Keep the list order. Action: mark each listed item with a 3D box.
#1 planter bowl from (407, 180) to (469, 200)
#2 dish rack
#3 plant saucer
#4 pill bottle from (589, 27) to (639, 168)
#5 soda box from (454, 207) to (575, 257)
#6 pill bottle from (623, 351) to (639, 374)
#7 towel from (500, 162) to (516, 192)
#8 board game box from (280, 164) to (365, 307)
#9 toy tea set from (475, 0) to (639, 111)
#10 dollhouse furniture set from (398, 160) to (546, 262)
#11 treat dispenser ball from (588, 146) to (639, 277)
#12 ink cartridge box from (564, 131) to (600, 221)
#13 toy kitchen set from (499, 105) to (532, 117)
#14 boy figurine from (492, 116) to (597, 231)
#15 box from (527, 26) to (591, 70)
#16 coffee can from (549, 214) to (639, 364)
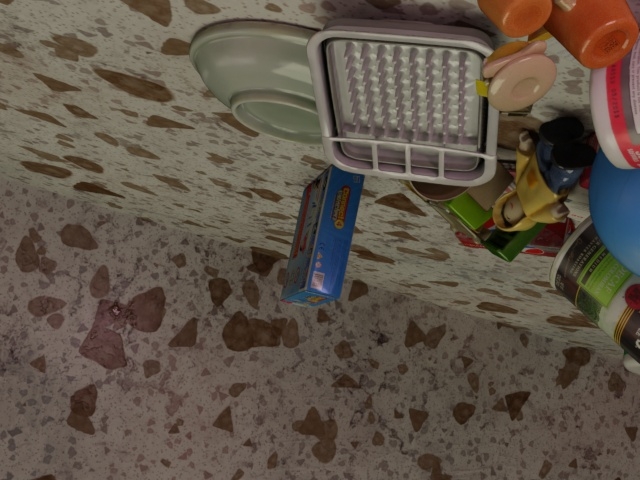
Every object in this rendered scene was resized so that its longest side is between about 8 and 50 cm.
[{"bbox_3d":[0.202,-0.165,1.605,0.162,0.162,0.109,21,-167,-32],"label":"planter bowl"},{"bbox_3d":[0.136,-0.217,1.377,0.286,0.072,0.333,8,149,13],"label":"dish rack"},{"bbox_3d":[-0.044,-0.248,1.572,0.401,0.100,0.400,13,169,2],"label":"plant saucer"},{"bbox_3d":[0.497,-0.183,1.044,0.319,0.176,0.176,-3,161,40],"label":"pill bottle"},{"bbox_3d":[0.461,-0.021,2.119,0.263,0.083,0.092,8,167,28],"label":"soda box"},{"bbox_3d":[0.685,0.077,1.634,0.204,0.361,0.204,13,169,3],"label":"pill bottle"},{"bbox_3d":[0.393,-0.130,1.828,0.197,0.029,0.144,9,168,32],"label":"towel"},{"bbox_3d":[0.000,0.000,2.191,0.086,0.308,0.302,14,169,-11],"label":"board game box"},{"bbox_3d":[0.246,-0.300,0.974,0.200,0.124,0.336,-20,146,-1],"label":"toy tea set"},{"bbox_3d":[0.318,-0.100,1.844,0.197,0.151,0.301,41,180,-18],"label":"dollhouse furniture set"},{"bbox_3d":[0.534,-0.071,1.280,0.288,0.288,0.288,13,169,3],"label":"treat dispenser ball"},{"bbox_3d":[0.522,-0.104,1.606,0.172,0.100,0.237,15,168,-6],"label":"ink cartridge box"},{"bbox_3d":[0.307,-0.195,1.479,0.083,0.075,0.068,9,170,41],"label":"toy kitchen set"},{"bbox_3d":[0.384,-0.107,1.578,0.092,0.177,0.285,-12,158,-16],"label":"boy figurine"},{"bbox_3d":[0.359,-0.266,1.205,0.136,0.028,0.081,15,169,-21],"label":"box"},{"bbox_3d":[0.546,0.091,1.467,0.275,0.201,0.201,47,-170,35],"label":"coffee can"}]
